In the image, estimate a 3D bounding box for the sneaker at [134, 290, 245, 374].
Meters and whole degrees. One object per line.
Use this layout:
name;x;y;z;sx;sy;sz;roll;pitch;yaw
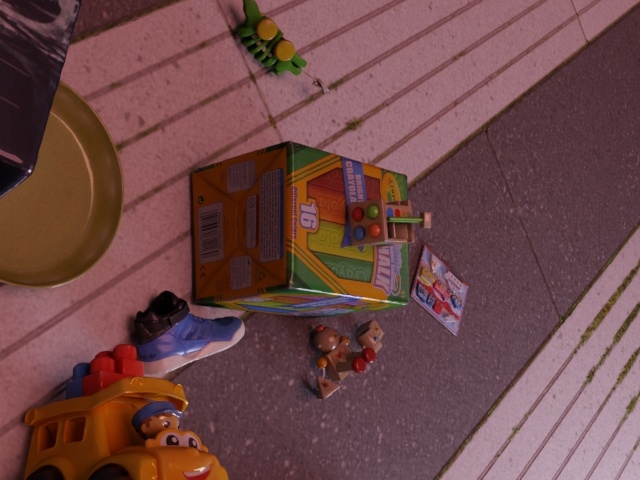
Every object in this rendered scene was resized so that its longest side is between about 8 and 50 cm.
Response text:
sneaker;-0.155;0.095;1.198;0.152;0.058;0.084;-20;104;-41

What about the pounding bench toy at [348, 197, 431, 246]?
pounding bench toy;0.082;-0.023;1.200;0.065;0.083;0.052;2;81;-49

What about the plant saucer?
plant saucer;-0.318;-0.065;1.075;0.241;0.037;0.240;14;71;-44

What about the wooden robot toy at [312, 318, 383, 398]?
wooden robot toy;0.029;0.143;1.383;0.079;0.076;0.173;57;45;-7

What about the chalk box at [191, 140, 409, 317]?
chalk box;0.000;0.000;1.299;0.289;0.179;0.180;9;75;-46

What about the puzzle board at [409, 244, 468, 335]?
puzzle board;0.193;0.080;1.616;0.128;0.011;0.096;42;53;-34

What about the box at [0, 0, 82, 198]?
box;-0.434;-0.294;0.758;0.480;0.297;0.471;29;53;-35

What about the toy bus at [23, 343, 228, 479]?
toy bus;-0.196;0.202;1.019;0.149;0.220;0.211;23;58;-46

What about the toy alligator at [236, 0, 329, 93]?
toy alligator;-0.061;-0.256;1.393;0.051;0.056;0.189;-42;121;2
